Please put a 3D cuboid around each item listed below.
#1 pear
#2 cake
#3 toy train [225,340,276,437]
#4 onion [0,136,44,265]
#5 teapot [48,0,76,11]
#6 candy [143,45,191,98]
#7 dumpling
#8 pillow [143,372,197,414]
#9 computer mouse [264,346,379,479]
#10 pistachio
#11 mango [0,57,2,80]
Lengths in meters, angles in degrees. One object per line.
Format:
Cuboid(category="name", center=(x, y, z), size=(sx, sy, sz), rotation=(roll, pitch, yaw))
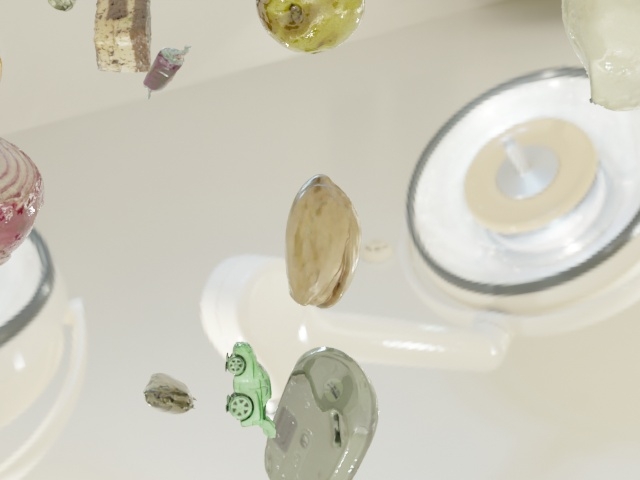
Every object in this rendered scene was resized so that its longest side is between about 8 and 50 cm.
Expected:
Cuboid(category="pear", center=(-0.017, -0.415, 1.622), size=(0.200, 0.200, 0.200), rotation=(-12, -165, 3))
Cuboid(category="cake", center=(-0.397, -0.470, 1.908), size=(0.112, 0.246, 0.135), rotation=(0, 173, -6))
Cuboid(category="toy train", center=(-0.112, 0.237, 1.518), size=(0.081, 0.149, 0.099), rotation=(0, 178, -4))
Cuboid(category="onion", center=(-0.611, -0.064, 1.906), size=(0.111, 0.247, 0.250), rotation=(0, -138, -8))
Cuboid(category="teapot", center=(-0.393, -0.405, 1.510), size=(0.067, 0.057, 0.083), rotation=(-1, -128, 46))
Cuboid(category="candy", center=(-0.259, -0.281, 1.563), size=(0.175, 0.043, 0.045), rotation=(-36, -162, 53))
Cuboid(category="dumpling", center=(0.380, -0.281, 1.156), size=(0.166, 0.126, 0.216), rotation=(-9, -129, 14))
Cuboid(category="pillow", center=(-0.254, 0.264, 1.620), size=(0.093, 0.051, 0.241), rotation=(20, 175, -6))
Cuboid(category="computer mouse", center=(0.003, 0.325, 1.608), size=(0.095, 0.331, 0.197), rotation=(-9, -134, -38))
Cuboid(category="pistachio", center=(0.000, 0.000, 2.041), size=(0.162, 0.293, 0.181), rotation=(6, 171, -41))
Cuboid(category="mango", center=(-0.523, -0.135, 1.070), size=(0.350, 0.199, 0.201), rotation=(-19, -161, -5))
